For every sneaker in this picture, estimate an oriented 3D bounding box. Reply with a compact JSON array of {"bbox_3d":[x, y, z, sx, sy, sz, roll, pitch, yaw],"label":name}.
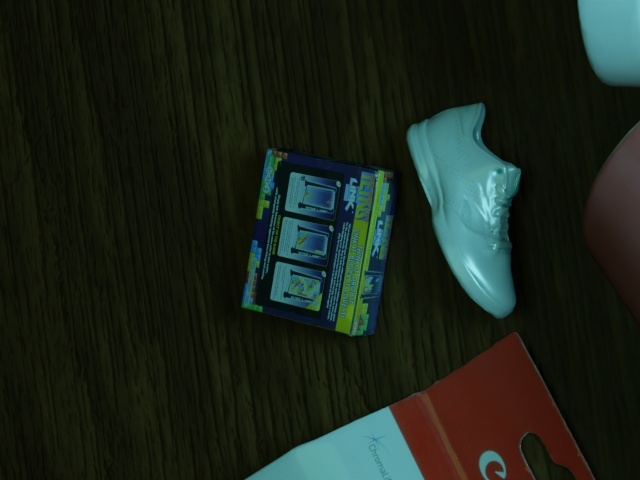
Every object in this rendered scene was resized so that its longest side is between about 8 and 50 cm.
[{"bbox_3d":[0.157,-0.033,1.861,0.094,0.080,0.212,-25,75,19],"label":"sneaker"}]

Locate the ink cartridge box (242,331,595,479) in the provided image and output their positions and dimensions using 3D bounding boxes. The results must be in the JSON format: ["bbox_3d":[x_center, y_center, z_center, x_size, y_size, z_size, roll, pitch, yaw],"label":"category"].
[{"bbox_3d":[0.095,0.312,1.886,0.385,0.091,0.308,-36,71,29],"label":"ink cartridge box"}]

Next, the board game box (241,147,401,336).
[{"bbox_3d":[0.000,0.000,1.976,0.141,0.048,0.170,13,97,31],"label":"board game box"}]

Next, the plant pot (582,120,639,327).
[{"bbox_3d":[0.369,0.011,1.622,0.243,0.275,0.275,46,114,36],"label":"plant pot"}]

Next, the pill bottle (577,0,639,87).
[{"bbox_3d":[0.414,-0.215,1.521,0.392,0.224,0.224,1,90,26],"label":"pill bottle"}]
